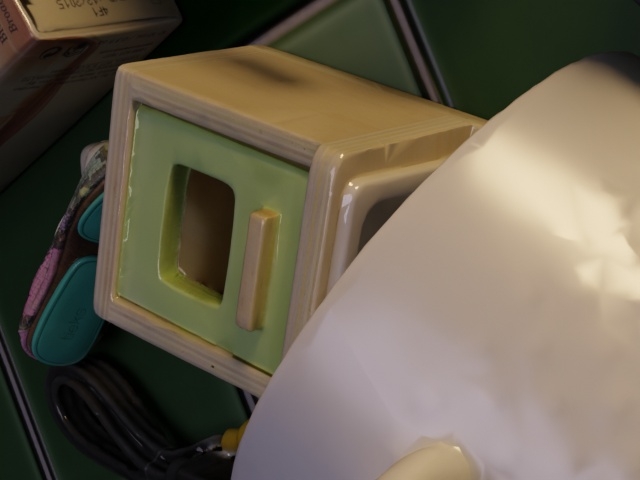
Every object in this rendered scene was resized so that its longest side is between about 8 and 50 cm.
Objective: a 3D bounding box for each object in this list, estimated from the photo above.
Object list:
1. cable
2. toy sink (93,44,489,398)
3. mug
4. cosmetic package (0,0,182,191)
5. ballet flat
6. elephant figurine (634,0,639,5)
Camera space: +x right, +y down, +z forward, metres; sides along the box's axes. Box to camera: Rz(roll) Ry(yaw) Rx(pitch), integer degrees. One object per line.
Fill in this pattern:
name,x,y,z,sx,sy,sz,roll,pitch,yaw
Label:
cable,-0.072,0.152,1.075,0.287,0.072,0.139,17,124,50
toy sink,0.000,0.000,0.908,0.234,0.131,0.153,24,115,34
mug,0.146,0.133,0.655,0.328,0.374,0.276,41,119,19
cosmetic package,-0.245,-0.121,1.093,0.296,0.129,0.153,-38,76,40
ballet flat,-0.139,-0.012,1.074,0.221,0.077,0.079,-55,39,35
elephant figurine,0.140,-0.158,0.678,0.169,0.239,0.186,-10,93,41
